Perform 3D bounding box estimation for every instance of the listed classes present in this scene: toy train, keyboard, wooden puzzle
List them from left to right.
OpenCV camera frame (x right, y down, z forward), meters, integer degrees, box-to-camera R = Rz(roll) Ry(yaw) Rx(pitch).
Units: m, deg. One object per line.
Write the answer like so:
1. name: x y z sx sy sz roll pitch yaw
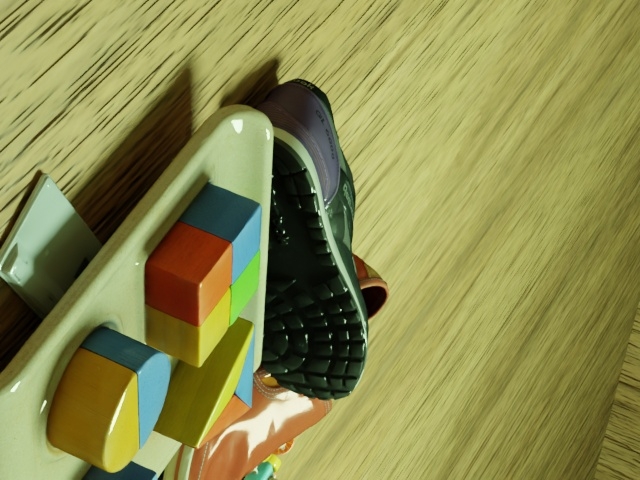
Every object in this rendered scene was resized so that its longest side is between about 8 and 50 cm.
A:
1. keyboard: -0.172 0.031 1.371 0.256 0.014 0.072 65 44 -67
2. wooden puzzle: -0.128 0.115 1.434 0.348 0.080 0.322 -49 157 -37
3. toy train: -0.033 0.198 1.919 0.125 0.046 0.166 -30 138 -63

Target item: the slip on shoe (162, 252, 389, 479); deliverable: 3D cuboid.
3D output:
1. slip on shoe: -0.044 0.135 1.724 0.331 0.101 0.123 -57 161 -28

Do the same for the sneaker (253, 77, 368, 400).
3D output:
1. sneaker: 0.000 0.000 1.621 0.124 0.107 0.283 -59 148 -48
